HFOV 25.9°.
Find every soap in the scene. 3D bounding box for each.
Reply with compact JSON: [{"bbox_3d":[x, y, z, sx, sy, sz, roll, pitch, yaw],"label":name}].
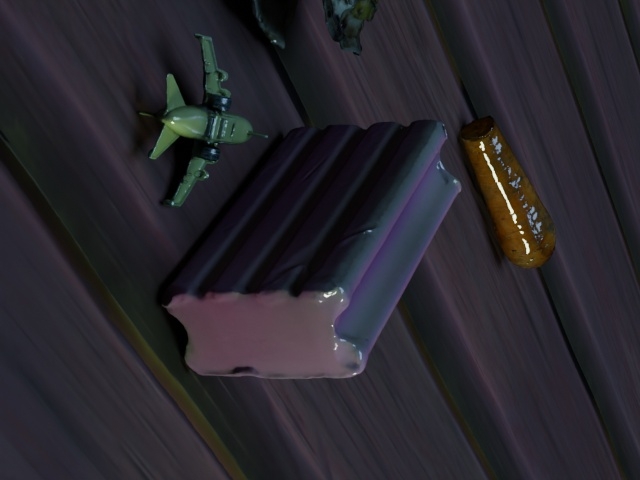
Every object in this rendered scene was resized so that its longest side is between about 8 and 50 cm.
[{"bbox_3d":[0.000,0.000,0.869,0.203,0.122,0.065,-56,136,-48],"label":"soap"}]

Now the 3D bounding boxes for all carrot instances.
[{"bbox_3d":[0.173,-0.044,1.291,0.161,0.055,0.055,60,37,-30],"label":"carrot"}]

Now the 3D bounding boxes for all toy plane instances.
[{"bbox_3d":[-0.068,-0.069,0.834,0.111,0.040,0.102,4,103,-61],"label":"toy plane"}]

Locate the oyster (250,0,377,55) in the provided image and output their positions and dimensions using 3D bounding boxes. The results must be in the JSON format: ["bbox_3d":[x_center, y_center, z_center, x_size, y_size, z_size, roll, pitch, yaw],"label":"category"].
[{"bbox_3d":[0.006,-0.300,0.907,0.162,0.158,0.351,-157,-103,-83],"label":"oyster"}]
